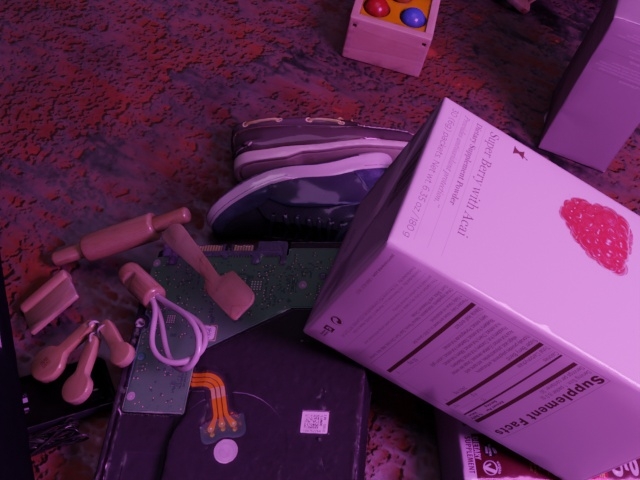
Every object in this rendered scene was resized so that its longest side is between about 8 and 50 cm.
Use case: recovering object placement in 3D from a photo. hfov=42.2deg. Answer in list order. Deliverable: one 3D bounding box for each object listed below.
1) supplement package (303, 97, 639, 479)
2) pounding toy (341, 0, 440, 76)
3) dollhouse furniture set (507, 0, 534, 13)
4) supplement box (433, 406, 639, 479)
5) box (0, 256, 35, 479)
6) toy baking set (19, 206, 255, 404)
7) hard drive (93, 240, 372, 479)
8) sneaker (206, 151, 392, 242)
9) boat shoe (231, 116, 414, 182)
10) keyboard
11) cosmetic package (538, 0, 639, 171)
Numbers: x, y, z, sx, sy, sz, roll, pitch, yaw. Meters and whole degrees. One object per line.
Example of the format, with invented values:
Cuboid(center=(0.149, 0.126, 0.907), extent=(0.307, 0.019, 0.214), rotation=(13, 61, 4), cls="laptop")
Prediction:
Cuboid(center=(0.169, 0.051, 0.726), extent=(0.293, 0.175, 0.177), rotation=(30, 52, -7), cls="supplement package")
Cuboid(center=(0.093, -0.319, 1.119), extent=(0.130, 0.100, 0.141), rotation=(16, 56, -1), cls="pounding toy")
Cuboid(center=(0.374, -0.387, 1.225), extent=(0.184, 0.129, 0.129), rotation=(33, 53, -24), cls="dollhouse furniture set")
Cuboid(center=(0.240, 0.192, 0.833), extent=(0.239, 0.073, 0.130), rotation=(3, 57, -9), cls="supplement box")
Cuboid(center=(-0.488, 0.027, 0.575), extent=(0.472, 0.297, 0.480), rotation=(-9, 81, -14), cls="box")
Cuboid(center=(-0.180, 0.056, 0.806), extent=(0.256, 0.030, 0.196), rotation=(-21, 53, 12), cls="toy baking set")
Cuboid(center=(-0.072, 0.156, 0.767), extent=(0.237, 0.064, 0.339), rotation=(-1, 56, 11), cls="hard drive")
Cuboid(center=(0.001, -0.001, 0.907), extent=(0.226, 0.086, 0.163), rotation=(-14, 65, -12), cls="sneaker")
Cuboid(center=(0.008, -0.115, 0.983), extent=(0.228, 0.081, 0.068), rotation=(-4, 62, -10), cls="boat shoe")
Cuboid(center=(-0.287, 0.175, 0.779), extent=(0.192, 0.038, 0.100), rotation=(-15, 38, -18), cls="keyboard")
Cuboid(center=(0.364, -0.210, 1.019), extent=(0.107, 0.238, 0.127), rotation=(21, 59, 6), cls="cosmetic package")
